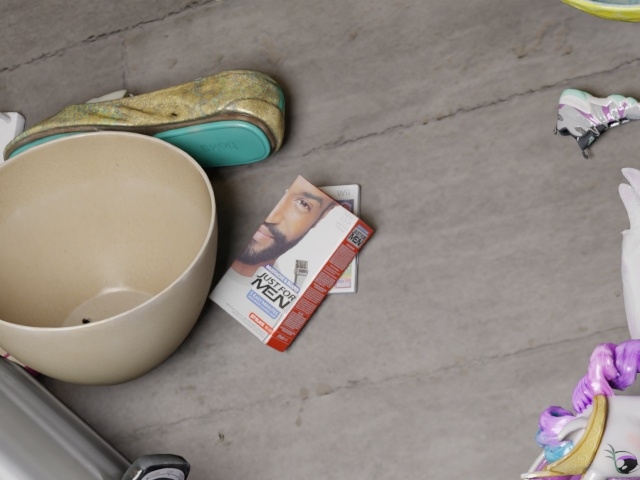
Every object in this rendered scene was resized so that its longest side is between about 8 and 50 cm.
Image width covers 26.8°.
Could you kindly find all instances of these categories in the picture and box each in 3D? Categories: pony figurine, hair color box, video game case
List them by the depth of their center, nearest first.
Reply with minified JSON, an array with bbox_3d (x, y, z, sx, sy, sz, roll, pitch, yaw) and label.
[{"bbox_3d":[0.372,0.094,1.189,0.363,0.303,0.351,6,80,6],"label":"pony figurine"},{"bbox_3d":[-0.032,0.025,1.455,0.093,0.053,0.167,36,90,27],"label":"hair color box"},{"bbox_3d":[0.000,0.000,1.486,0.087,0.011,0.122,-3,74,21],"label":"video game case"}]

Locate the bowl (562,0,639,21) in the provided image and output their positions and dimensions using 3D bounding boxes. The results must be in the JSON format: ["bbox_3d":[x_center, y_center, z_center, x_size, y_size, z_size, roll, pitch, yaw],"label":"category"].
[{"bbox_3d":[0.340,-0.337,1.365,0.289,0.156,0.290,-6,74,20],"label":"bowl"}]

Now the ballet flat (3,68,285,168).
[{"bbox_3d":[-0.199,-0.131,1.558,0.348,0.123,0.123,-7,73,21],"label":"ballet flat"}]

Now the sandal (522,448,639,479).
[{"bbox_3d":[0.209,0.345,1.252,0.169,0.102,0.416,28,85,24],"label":"sandal"}]

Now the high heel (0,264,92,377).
[{"bbox_3d":[-0.349,0.111,1.535,0.082,0.117,0.244,33,89,26],"label":"high heel"}]

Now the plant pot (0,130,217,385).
[{"bbox_3d":[-0.238,0.046,1.449,0.284,0.191,0.284,-4,47,4],"label":"plant pot"}]

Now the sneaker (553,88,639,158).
[{"bbox_3d":[0.289,-0.116,1.391,0.098,0.038,0.069,11,81,34],"label":"sneaker"}]

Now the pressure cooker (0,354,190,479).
[{"bbox_3d":[-0.304,0.347,1.316,0.420,0.370,0.375,36,51,25],"label":"pressure cooker"}]

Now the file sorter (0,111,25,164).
[{"bbox_3d":[-0.503,-0.043,1.611,0.192,0.173,0.278,1,76,23],"label":"file sorter"}]
